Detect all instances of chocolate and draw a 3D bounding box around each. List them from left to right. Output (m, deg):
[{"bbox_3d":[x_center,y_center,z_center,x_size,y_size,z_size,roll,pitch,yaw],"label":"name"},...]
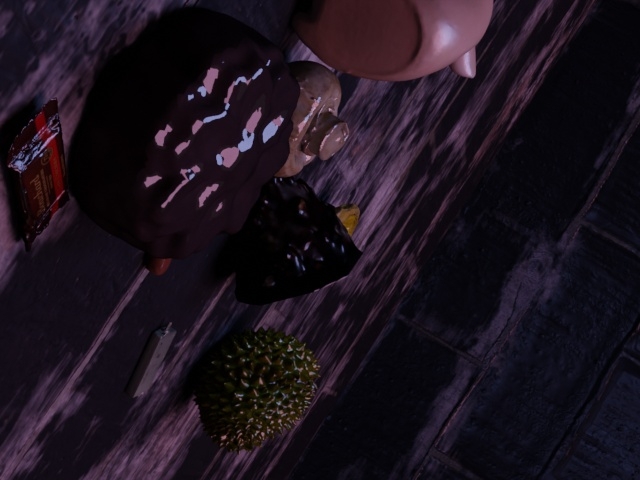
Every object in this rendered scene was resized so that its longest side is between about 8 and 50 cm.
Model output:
[{"bbox_3d":[-0.276,-0.061,1.011,0.086,0.028,0.182,-59,169,-29],"label":"chocolate"},{"bbox_3d":[-0.063,-0.019,1.655,0.224,0.206,0.177,-46,119,-70],"label":"chocolate"}]

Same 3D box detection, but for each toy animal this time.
[{"bbox_3d":[0.116,-0.312,1.418,0.256,0.213,0.195,-41,154,-48],"label":"toy animal"}]

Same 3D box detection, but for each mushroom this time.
[{"bbox_3d":[-0.031,-0.164,1.411,0.166,0.127,0.166,-50,157,-32],"label":"mushroom"}]

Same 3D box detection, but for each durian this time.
[{"bbox_3d":[-0.111,0.257,1.855,0.237,0.200,0.176,-41,178,-33],"label":"durian"}]

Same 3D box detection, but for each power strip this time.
[{"bbox_3d":[-0.256,0.179,1.579,0.136,0.019,0.051,-63,163,19],"label":"power strip"}]

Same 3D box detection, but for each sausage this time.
[{"bbox_3d":[-0.199,-0.013,1.350,0.035,0.030,0.147,-41,158,-52],"label":"sausage"}]

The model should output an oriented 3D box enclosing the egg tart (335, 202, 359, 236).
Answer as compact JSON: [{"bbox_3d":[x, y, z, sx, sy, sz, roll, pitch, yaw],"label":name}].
[{"bbox_3d":[0.000,0.000,1.947,0.191,0.074,0.191,-53,166,-20],"label":"egg tart"}]

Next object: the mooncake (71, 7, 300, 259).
[{"bbox_3d":[-0.138,-0.110,1.148,0.283,0.141,0.283,-51,161,-25],"label":"mooncake"}]
